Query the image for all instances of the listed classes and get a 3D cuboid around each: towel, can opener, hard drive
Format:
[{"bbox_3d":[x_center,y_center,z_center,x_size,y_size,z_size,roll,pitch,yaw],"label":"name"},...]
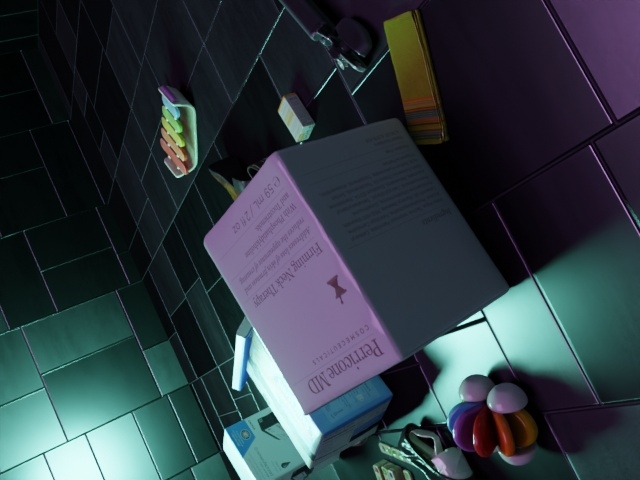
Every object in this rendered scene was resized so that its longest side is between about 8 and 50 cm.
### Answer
[{"bbox_3d":[0.170,-0.290,1.211,0.102,0.021,0.237,5,113,59],"label":"towel"},{"bbox_3d":[0.012,-0.440,1.351,0.093,0.074,0.280,-51,61,21],"label":"can opener"},{"bbox_3d":[-0.225,0.324,2.185,0.040,0.210,0.319,20,138,7],"label":"hard drive"}]

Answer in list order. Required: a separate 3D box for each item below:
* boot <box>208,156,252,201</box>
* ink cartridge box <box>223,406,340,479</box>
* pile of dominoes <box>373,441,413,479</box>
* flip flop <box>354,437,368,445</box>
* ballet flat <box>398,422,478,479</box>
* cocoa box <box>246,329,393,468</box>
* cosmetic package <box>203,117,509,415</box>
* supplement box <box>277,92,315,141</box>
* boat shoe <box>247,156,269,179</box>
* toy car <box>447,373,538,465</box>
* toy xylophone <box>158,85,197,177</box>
[{"bbox_3d":[-0.230,-0.102,2.029,0.264,0.096,0.280,24,138,43],"label":"boot"},{"bbox_3d":[-0.118,0.640,2.092,0.223,0.307,0.129,48,144,34],"label":"ink cartridge box"},{"bbox_3d":[0.232,0.653,1.765,0.251,0.040,0.196,-5,105,62],"label":"pile of dominoes"},{"bbox_3d":[0.049,0.534,1.967,0.277,0.080,0.112,1,89,47],"label":"flip flop"},{"bbox_3d":[0.273,0.509,1.537,0.280,0.095,0.096,23,117,54],"label":"ballet flat"},{"bbox_3d":[-0.012,0.377,1.790,0.347,0.231,0.228,52,149,28],"label":"cocoa box"},{"bbox_3d":[0.058,0.043,1.244,0.394,0.327,0.329,58,138,10],"label":"cosmetic package"},{"bbox_3d":[-0.058,-0.295,1.597,0.098,0.036,0.062,59,151,16],"label":"supplement box"},{"bbox_3d":[-0.116,-0.128,1.786,0.228,0.068,0.081,53,149,27],"label":"boat shoe"},{"bbox_3d":[0.321,0.358,1.287,0.182,0.136,0.159,5,114,60],"label":"toy car"},{"bbox_3d":[-0.496,-0.383,2.266,0.236,0.081,0.323,42,143,41],"label":"toy xylophone"}]
